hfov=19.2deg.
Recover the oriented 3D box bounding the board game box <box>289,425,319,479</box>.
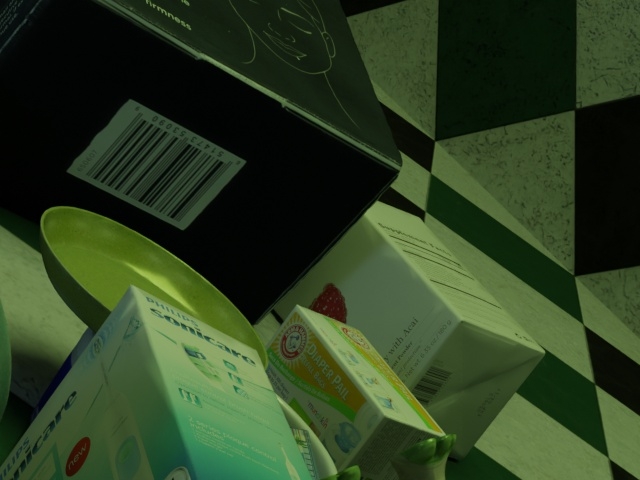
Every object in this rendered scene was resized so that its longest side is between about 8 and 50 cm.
[{"bbox_3d":[-0.040,0.261,1.390,0.060,0.194,0.194,11,16,-16],"label":"board game box"}]

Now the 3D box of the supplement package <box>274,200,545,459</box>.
[{"bbox_3d":[0.093,0.096,2.292,0.175,0.177,0.293,22,19,-45],"label":"supplement package"}]

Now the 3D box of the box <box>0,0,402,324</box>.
[{"bbox_3d":[-0.210,-0.225,2.223,0.480,0.297,0.472,28,29,-31],"label":"box"}]

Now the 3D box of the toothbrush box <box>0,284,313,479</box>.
[{"bbox_3d":[-0.122,0.202,1.339,0.126,0.216,0.295,30,16,-25],"label":"toothbrush box"}]

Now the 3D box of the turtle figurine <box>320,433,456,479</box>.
[{"bbox_3d":[0.096,0.294,1.492,0.266,0.198,0.274,69,14,10],"label":"turtle figurine"}]

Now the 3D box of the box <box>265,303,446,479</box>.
[{"bbox_3d":[0.022,0.177,1.988,0.103,0.114,0.203,24,17,-42],"label":"box"}]

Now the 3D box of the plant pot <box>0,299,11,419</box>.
[{"bbox_3d":[-0.362,0.075,1.131,0.293,0.293,0.196,38,41,5],"label":"plant pot"}]

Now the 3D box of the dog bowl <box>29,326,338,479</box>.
[{"bbox_3d":[-0.117,0.184,1.645,0.265,0.104,0.265,33,14,-9],"label":"dog bowl"}]

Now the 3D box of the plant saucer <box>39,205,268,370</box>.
[{"bbox_3d":[-0.155,0.057,1.675,0.241,0.037,0.241,34,13,-9],"label":"plant saucer"}]
